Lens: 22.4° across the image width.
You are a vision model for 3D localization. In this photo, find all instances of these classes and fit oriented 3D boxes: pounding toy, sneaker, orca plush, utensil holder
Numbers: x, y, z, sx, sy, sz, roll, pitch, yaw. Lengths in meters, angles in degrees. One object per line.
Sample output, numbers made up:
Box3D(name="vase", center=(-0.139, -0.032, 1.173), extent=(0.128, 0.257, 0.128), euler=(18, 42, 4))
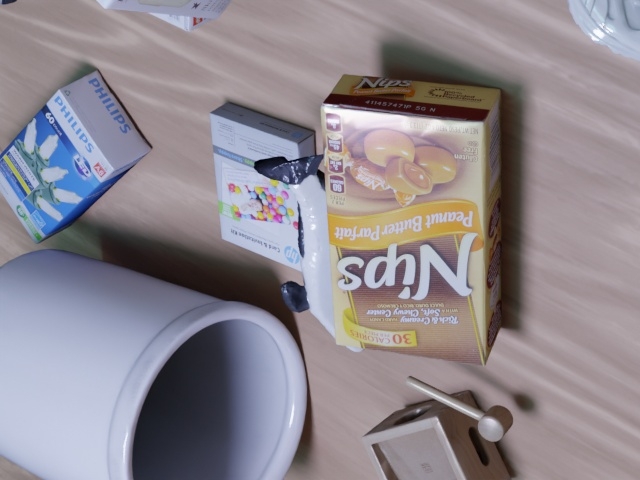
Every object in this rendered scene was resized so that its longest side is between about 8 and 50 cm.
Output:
Box3D(name="pounding toy", center=(0.161, 0.232, 1.964), extent=(0.206, 0.094, 0.181), euler=(-22, 95, 40))
Box3D(name="sneaker", center=(0.273, -0.265, 1.514), extent=(0.232, 0.090, 0.115), euler=(45, 134, 9))
Box3D(name="orca plush", center=(0.000, 0.000, 1.946), extent=(0.287, 0.151, 0.102), euler=(52, -173, -33))
Box3D(name="utensil holder", center=(-0.266, 0.196, 2.179), extent=(0.385, 0.327, 0.328), euler=(18, 128, 40))

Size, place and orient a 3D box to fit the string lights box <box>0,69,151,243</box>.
Box3D(name="string lights box", center=(-0.350, -0.112, 2.234), extent=(0.133, 0.077, 0.259), euler=(55, 140, 2))

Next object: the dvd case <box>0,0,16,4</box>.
Box3D(name="dvd case", center=(-0.423, -0.447, 2.058), extent=(0.179, 0.029, 0.239), euler=(57, 150, 31))

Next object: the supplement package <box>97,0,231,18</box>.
Box3D(name="supplement package", center=(-0.173, -0.371, 1.691), extent=(0.198, 0.262, 0.199), euler=(44, 108, 13))

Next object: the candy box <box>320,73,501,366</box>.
Box3D(name="candy box", center=(0.105, -0.021, 1.803), extent=(0.183, 0.087, 0.316), euler=(8, 123, 18))

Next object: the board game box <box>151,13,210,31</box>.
Box3D(name="board game box", center=(-0.256, -0.397, 1.964), extent=(0.305, 0.053, 0.193), euler=(28, 132, 28))

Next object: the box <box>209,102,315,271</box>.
Box3D(name="box", center=(-0.068, -0.066, 2.019), extent=(0.145, 0.038, 0.186), euler=(22, 131, 33))
